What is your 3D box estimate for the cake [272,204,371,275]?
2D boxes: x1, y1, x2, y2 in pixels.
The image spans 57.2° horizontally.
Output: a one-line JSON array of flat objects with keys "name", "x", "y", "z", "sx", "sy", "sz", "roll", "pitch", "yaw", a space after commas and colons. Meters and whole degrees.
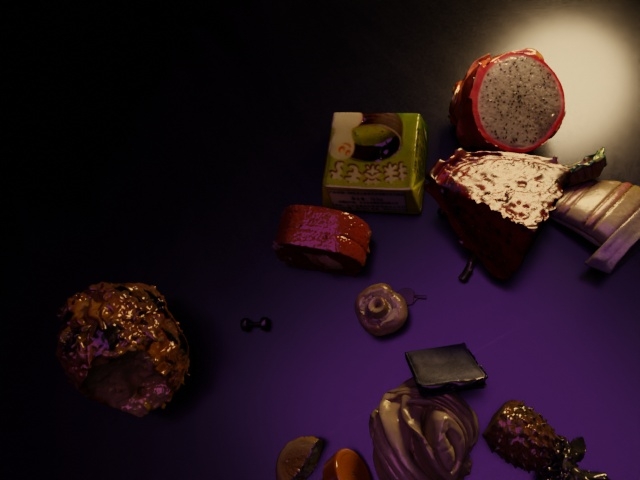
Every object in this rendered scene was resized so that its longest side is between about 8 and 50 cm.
[{"name": "cake", "x": 0.000, "y": 0.000, "z": 1.666, "sx": 0.283, "sy": 0.177, "sz": 0.150, "roll": 10, "pitch": 74, "yaw": 16}]

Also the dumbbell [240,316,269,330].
[{"name": "dumbbell", "x": -0.191, "y": 0.243, "z": 1.705, "sx": 0.084, "sy": 0.040, "sz": 0.036, "roll": -4, "pitch": 39, "yaw": 13}]

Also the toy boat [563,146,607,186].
[{"name": "toy boat", "x": 0.630, "y": -0.183, "z": 1.608, "sx": 0.293, "sy": 0.108, "sz": 0.099, "roll": -10, "pitch": 99, "yaw": 12}]

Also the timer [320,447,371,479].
[{"name": "timer", "x": 0.032, "y": 0.620, "z": 1.486, "sx": 0.152, "sy": 0.132, "sz": 0.132, "roll": -39, "pitch": 64, "yaw": 25}]

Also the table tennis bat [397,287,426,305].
[{"name": "table tennis bat", "x": 0.253, "y": 0.157, "z": 1.636, "sx": 0.084, "sy": 0.007, "sz": 0.050, "roll": 0, "pitch": 71, "yaw": 16}]

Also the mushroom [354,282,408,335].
[{"name": "mushroom", "x": 0.163, "y": 0.189, "z": 1.592, "sx": 0.148, "sy": 0.112, "sz": 0.147, "roll": -9, "pitch": 64, "yaw": 19}]

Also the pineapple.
[{"name": "pineapple", "x": 0.546, "y": 0.506, "z": 1.376, "sx": 0.310, "sy": 0.141, "sz": 0.170, "roll": 36, "pitch": 58, "yaw": 15}]

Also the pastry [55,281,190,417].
[{"name": "pastry", "x": -0.529, "y": 0.271, "z": 1.609, "sx": 0.293, "sy": 0.405, "sz": 0.337, "roll": -30, "pitch": 44, "yaw": 6}]

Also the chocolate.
[{"name": "chocolate", "x": 0.157, "y": -0.237, "z": 1.729, "sx": 0.301, "sy": 0.137, "sz": 0.288, "roll": 3, "pitch": 72, "yaw": 16}]

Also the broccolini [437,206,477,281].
[{"name": "broccolini", "x": 0.384, "y": -0.019, "z": 1.641, "sx": 0.123, "sy": 0.062, "sz": 0.271, "roll": 0, "pitch": 73, "yaw": 21}]

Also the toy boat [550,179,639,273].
[{"name": "toy boat", "x": 0.752, "y": -0.071, "z": 1.539, "sx": 0.276, "sy": 0.111, "sz": 0.293, "roll": -26, "pitch": 57, "yaw": -3}]

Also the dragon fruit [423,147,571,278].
[{"name": "dragon fruit", "x": 0.453, "y": -0.105, "z": 1.570, "sx": 0.329, "sy": 0.227, "sz": 0.286, "roll": 27, "pitch": 59, "yaw": 22}]

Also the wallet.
[{"name": "wallet", "x": 0.305, "y": 0.317, "z": 1.455, "sx": 0.168, "sy": 0.222, "sz": 0.036, "roll": -10, "pitch": 102, "yaw": 0}]

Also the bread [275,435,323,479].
[{"name": "bread", "x": -0.066, "y": 0.577, "z": 1.530, "sx": 0.095, "sy": 0.083, "sz": 0.157, "roll": 19, "pitch": 75, "yaw": 23}]

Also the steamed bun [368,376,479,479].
[{"name": "steamed bun", "x": 0.241, "y": 0.481, "z": 1.418, "sx": 0.289, "sy": 0.203, "sz": 0.276, "roll": -40, "pitch": 65, "yaw": 0}]

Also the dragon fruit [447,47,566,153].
[{"name": "dragon fruit", "x": 0.501, "y": -0.373, "z": 1.650, "sx": 0.306, "sy": 0.226, "sz": 0.305, "roll": 0, "pitch": 90, "yaw": -11}]
